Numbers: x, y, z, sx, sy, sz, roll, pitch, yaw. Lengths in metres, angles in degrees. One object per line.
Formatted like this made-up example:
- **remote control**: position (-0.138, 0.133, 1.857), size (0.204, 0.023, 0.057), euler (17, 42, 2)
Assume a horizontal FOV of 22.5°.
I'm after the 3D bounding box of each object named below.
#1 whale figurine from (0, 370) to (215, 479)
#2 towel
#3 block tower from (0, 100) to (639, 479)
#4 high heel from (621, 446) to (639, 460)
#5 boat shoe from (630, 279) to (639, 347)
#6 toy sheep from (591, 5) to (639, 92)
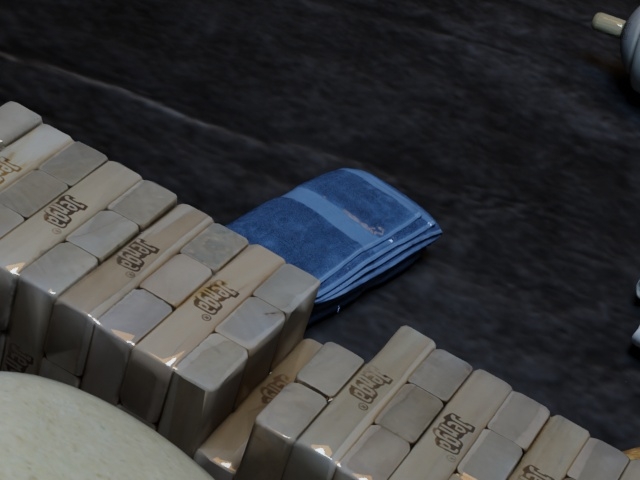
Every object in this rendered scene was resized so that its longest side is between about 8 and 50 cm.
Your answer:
- **whale figurine**: position (-0.098, 0.133, 0.414), size (0.216, 0.141, 0.272), euler (41, 13, 14)
- **towel**: position (0.000, 0.000, 0.764), size (0.067, 0.029, 0.119), euler (37, 40, 22)
- **block tower**: position (-0.015, 0.075, 0.613), size (0.335, 0.097, 0.091), euler (28, 38, 14)
- **high heel**: position (0.257, 0.077, 0.655), size (0.261, 0.186, 0.093), euler (14, 37, -9)
- **boat shoe**: position (0.178, 0.025, 0.813), size (0.035, 0.035, 0.100), euler (27, 44, 5)
- **toy sheep**: position (0.227, -0.112, 0.969), size (0.132, 0.091, 0.091), euler (15, 35, 17)
